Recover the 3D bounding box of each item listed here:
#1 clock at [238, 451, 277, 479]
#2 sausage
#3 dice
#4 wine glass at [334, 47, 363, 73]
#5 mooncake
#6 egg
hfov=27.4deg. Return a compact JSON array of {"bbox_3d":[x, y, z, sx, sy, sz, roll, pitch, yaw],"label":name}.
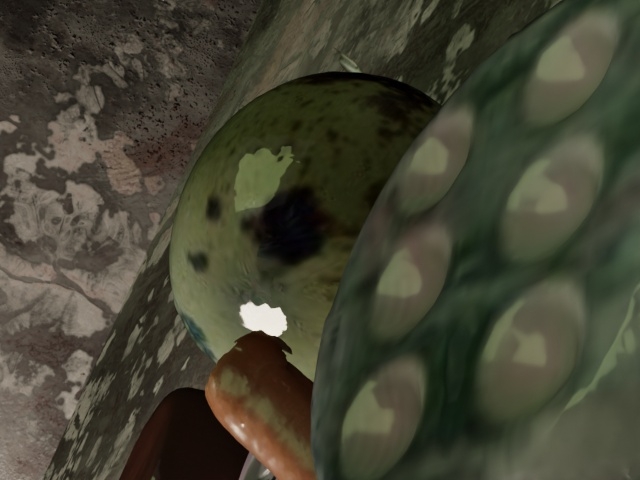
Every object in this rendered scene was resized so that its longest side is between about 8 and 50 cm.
[{"bbox_3d":[-0.027,0.282,1.598,0.227,0.090,0.248,-48,19,37],"label":"clock"},{"bbox_3d":[0.040,0.233,1.106,0.094,0.094,0.419,-34,53,-15],"label":"sausage"},{"bbox_3d":[0.217,0.067,0.747,0.330,0.348,0.328,-41,27,53],"label":"dice"},{"bbox_3d":[0.003,-0.086,1.878,0.323,0.238,0.238,-49,17,4],"label":"wine glass"},{"bbox_3d":[-0.194,0.376,1.797,0.334,0.174,0.326,-64,13,1],"label":"mooncake"},{"bbox_3d":[0.000,0.000,1.509,0.428,0.345,0.345,-40,25,33],"label":"egg"}]
